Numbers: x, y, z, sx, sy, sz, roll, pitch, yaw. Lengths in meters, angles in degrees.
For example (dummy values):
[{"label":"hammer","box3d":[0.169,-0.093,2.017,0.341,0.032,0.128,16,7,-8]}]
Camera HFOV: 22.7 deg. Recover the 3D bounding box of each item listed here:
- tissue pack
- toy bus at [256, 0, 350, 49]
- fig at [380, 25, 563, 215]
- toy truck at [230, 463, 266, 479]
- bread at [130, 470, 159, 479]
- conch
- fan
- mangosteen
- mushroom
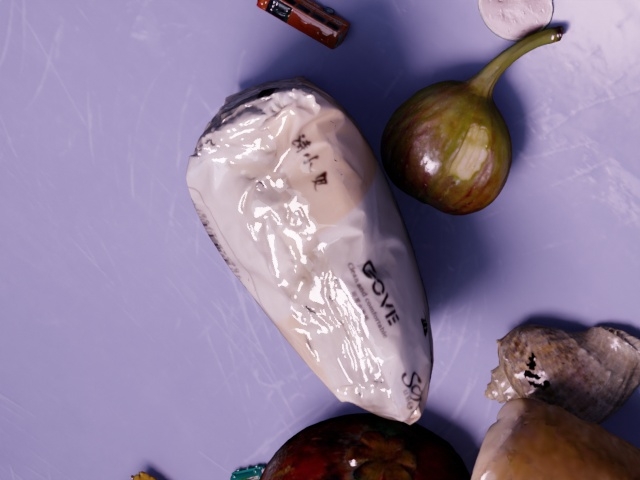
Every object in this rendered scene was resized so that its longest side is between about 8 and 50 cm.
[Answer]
[{"label":"tissue pack","box3d":[0.000,0.000,1.755,0.195,0.390,0.375,-27,102,5]},{"label":"toy bus","box3d":[-0.021,-0.257,1.813,0.110,0.043,0.031,30,124,7]},{"label":"fig","box3d":[0.173,-0.144,1.742,0.149,0.149,0.245,36,110,4]},{"label":"toy truck","box3d":[-0.080,0.322,2.142,0.083,0.039,0.044,-18,93,32]},{"label":"bread","box3d":[-0.256,0.456,2.221,0.147,0.160,0.260,30,118,0]},{"label":"conch","box3d":[0.294,0.158,1.868,0.207,0.130,0.155,-20,146,11]},{"label":"fan","box3d":[0.206,-0.278,1.723,0.085,0.005,0.133,-2,115,26]},{"label":"mangosteen","box3d":[0.056,0.356,1.958,0.311,0.311,0.311,10,119,19]},{"label":"mushroom","box3d":[0.315,0.352,1.795,0.314,0.224,0.397,5,139,22]}]
